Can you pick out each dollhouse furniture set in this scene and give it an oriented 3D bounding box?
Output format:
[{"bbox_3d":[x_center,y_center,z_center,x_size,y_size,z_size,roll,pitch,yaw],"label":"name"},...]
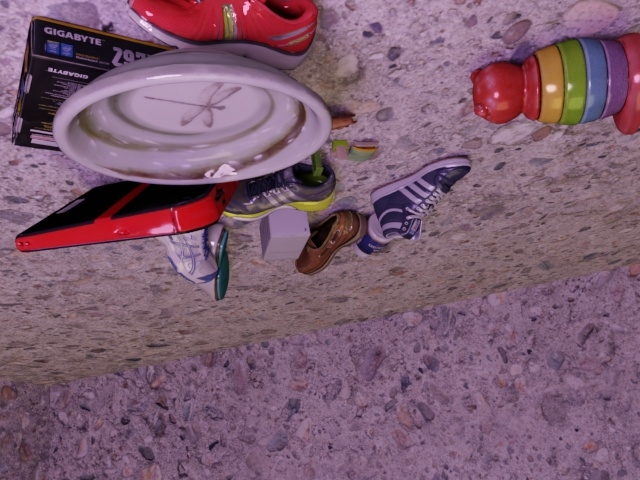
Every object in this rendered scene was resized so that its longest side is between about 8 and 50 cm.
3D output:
[{"bbox_3d":[0.058,-0.181,1.323,0.152,0.058,0.076,-3,159,-15],"label":"dollhouse furniture set"}]

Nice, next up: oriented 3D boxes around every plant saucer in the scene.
[{"bbox_3d":[-0.185,-0.191,0.892,0.401,0.100,0.400,-7,168,-2],"label":"plant saucer"}]

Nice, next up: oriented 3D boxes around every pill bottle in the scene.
[{"bbox_3d":[0.156,-0.010,1.755,0.094,0.094,0.169,-2,158,-18],"label":"pill bottle"}]

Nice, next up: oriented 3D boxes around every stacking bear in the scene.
[{"bbox_3d":[0.427,-0.283,1.092,0.289,0.175,0.164,-5,162,10],"label":"stacking bear"}]

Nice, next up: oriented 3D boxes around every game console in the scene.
[{"bbox_3d":[-0.346,-0.069,1.156,0.342,0.060,0.386,-11,-163,3],"label":"game console"}]

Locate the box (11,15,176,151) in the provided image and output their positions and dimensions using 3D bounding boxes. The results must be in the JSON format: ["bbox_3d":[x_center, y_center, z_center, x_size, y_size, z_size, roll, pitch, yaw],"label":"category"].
[{"bbox_3d":[-0.334,-0.232,1.010,0.322,0.079,0.257,4,157,-31],"label":"box"}]

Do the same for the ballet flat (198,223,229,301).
[{"bbox_3d":[-0.334,0.057,1.719,0.139,0.139,0.400,-5,155,-11],"label":"ballet flat"}]

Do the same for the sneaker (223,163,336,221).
[{"bbox_3d":[-0.101,-0.127,1.361,0.300,0.111,0.121,-11,154,-16],"label":"sneaker"}]

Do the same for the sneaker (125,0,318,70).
[{"bbox_3d":[-0.132,-0.333,0.843,0.279,0.107,0.118,0,139,-29],"label":"sneaker"}]

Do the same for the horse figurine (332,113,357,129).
[{"bbox_3d":[-0.070,-0.224,1.153,0.174,0.066,0.263,-18,160,37],"label":"horse figurine"}]

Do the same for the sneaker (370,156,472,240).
[{"bbox_3d":[0.264,-0.095,1.496,0.282,0.153,0.099,-23,156,31],"label":"sneaker"}]

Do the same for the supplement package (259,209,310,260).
[{"bbox_3d":[-0.100,-0.025,1.595,0.105,0.105,0.179,-2,158,-15],"label":"supplement package"}]

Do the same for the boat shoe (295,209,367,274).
[{"bbox_3d":[0.000,0.000,1.722,0.104,0.110,0.307,11,142,-34],"label":"boat shoe"}]

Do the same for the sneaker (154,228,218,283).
[{"bbox_3d":[-0.315,-0.007,1.445,0.131,0.111,0.296,-22,132,12],"label":"sneaker"}]
